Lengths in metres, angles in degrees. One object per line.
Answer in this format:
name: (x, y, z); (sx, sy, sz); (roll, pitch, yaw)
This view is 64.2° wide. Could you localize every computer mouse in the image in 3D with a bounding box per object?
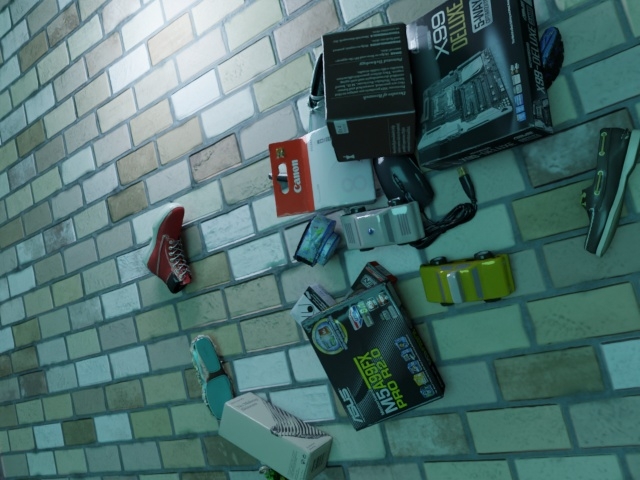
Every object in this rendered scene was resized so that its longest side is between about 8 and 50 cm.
computer mouse: (0.213, -0.126, 1.084); (0.184, 0.060, 0.262); (-29, 77, 30)

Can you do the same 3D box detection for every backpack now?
backpack: (0.000, 0.000, 1.200); (0.084, 0.105, 0.114); (24, 104, 6)

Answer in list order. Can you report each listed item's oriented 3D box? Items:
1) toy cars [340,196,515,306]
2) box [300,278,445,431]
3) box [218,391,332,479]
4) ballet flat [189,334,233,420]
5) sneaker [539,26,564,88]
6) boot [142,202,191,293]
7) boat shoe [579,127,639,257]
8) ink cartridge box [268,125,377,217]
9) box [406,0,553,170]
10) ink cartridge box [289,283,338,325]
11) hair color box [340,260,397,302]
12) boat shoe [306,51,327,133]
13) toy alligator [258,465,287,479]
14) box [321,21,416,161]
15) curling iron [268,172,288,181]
toy cars: (0.199, 0.029, 1.053); (0.394, 0.087, 0.176); (34, 119, 20)
box: (0.113, 0.249, 1.112); (0.216, 0.060, 0.270); (-28, 87, 17)
box: (-0.116, 0.491, 1.282); (0.275, 0.113, 0.094); (18, 101, 29)
ballet flat: (-0.304, 0.381, 1.425); (0.077, 0.091, 0.241); (-42, 63, 58)
sneaker: (0.378, -0.299, 0.966); (0.087, 0.083, 0.221); (37, 108, 31)
boot: (-0.410, 0.028, 1.467); (0.176, 0.088, 0.244); (40, 119, 24)
boat shoe: (0.499, -0.085, 0.898); (0.069, 0.081, 0.227); (17, 93, 33)
ink cartridge box: (0.001, -0.160, 1.156); (0.232, 0.066, 0.189); (-8, 80, 2)
box: (0.288, -0.313, 0.965); (0.242, 0.076, 0.307); (-13, 77, 48)
ink cartridge box: (0.027, 0.208, 1.219); (0.207, 0.046, 0.097); (44, 113, 22)
hair color box: (0.106, 0.123, 1.169); (0.072, 0.043, 0.141); (40, 112, 24)
boat shoe: (0.001, -0.330, 1.196); (0.079, 0.081, 0.227); (16, 102, 30)
toy alligator: (-0.118, 0.600, 1.287); (0.056, 0.189, 0.051); (-22, 37, -3)
box: (0.098, -0.292, 1.027); (0.167, 0.168, 0.203); (-6, 72, 8)
curling iron: (-0.022, -0.136, 1.245); (0.274, 0.035, 0.068); (17, 100, 30)
